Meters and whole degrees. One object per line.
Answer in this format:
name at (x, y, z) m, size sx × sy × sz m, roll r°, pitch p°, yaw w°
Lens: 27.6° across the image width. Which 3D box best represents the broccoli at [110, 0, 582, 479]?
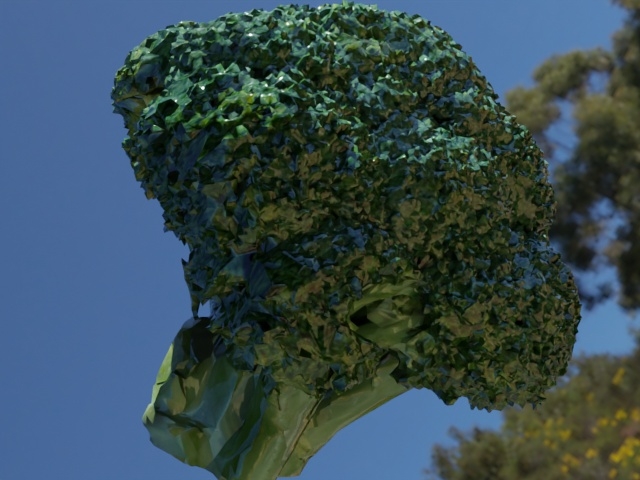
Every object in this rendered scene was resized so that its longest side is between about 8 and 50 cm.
broccoli at (0.000, 0.000, 0.647) m, size 0.261 × 0.269 × 0.242 m, roll 5°, pitch -73°, yaw -58°
